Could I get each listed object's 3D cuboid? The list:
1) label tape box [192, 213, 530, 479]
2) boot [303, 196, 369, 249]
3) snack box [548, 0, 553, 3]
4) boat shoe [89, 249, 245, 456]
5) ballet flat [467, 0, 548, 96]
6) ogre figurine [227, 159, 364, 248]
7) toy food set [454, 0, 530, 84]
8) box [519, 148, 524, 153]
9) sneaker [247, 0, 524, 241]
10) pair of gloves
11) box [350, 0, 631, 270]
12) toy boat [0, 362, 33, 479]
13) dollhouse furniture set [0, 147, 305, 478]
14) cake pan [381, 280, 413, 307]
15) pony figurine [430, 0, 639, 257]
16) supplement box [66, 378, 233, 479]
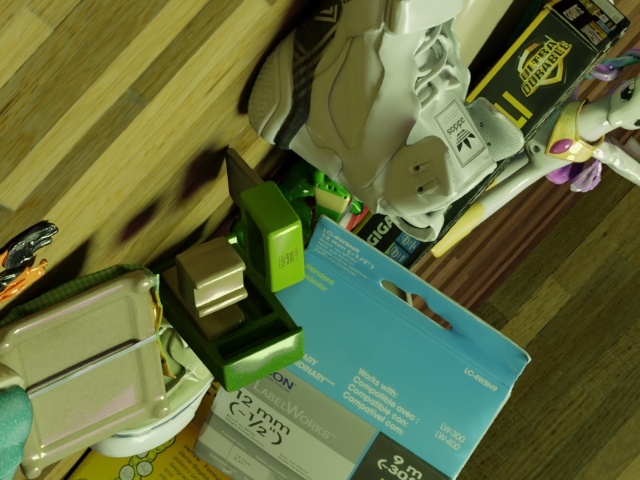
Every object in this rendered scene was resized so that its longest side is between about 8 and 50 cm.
[{"bbox_3d":[0.032,0.165,1.923,0.115,0.249,0.348,-52,173,-35],"label":"label tape box"},{"bbox_3d":[0.000,0.000,2.131,0.244,0.088,0.176,-57,167,25],"label":"boot"},{"bbox_3d":[0.295,-0.354,2.054,0.187,0.060,0.322,-40,166,-29],"label":"snack box"},{"bbox_3d":[-0.142,0.097,1.954,0.302,0.109,0.094,-48,155,-39],"label":"boat shoe"},{"bbox_3d":[0.184,-0.219,2.086,0.206,0.073,0.067,-44,165,34],"label":"ballet flat"},{"bbox_3d":[0.005,-0.053,1.904,0.197,0.097,0.118,-43,-170,41],"label":"ogre figurine"},{"bbox_3d":[0.137,-0.237,1.863,0.306,0.092,0.220,-45,168,-46],"label":"toy food set"},{"bbox_3d":[0.204,-0.108,2.536,0.324,0.063,0.067,-41,168,-27],"label":"box"},{"bbox_3d":[0.088,-0.161,1.590,0.137,0.210,0.366,-36,164,-44],"label":"sneaker"},{"bbox_3d":[-0.241,0.021,1.519,0.074,0.010,0.083,-36,161,-39],"label":"pair of gloves"},{"bbox_3d":[0.178,-0.116,1.997,0.322,0.079,0.257,-49,178,21],"label":"box"},{"bbox_3d":[-0.353,0.241,1.509,0.318,0.148,0.267,-35,163,-47],"label":"toy boat"},{"bbox_3d":[-0.178,0.054,1.726,0.301,0.151,0.198,-24,139,-20],"label":"dollhouse furniture set"},{"bbox_3d":[0.076,0.122,2.428,0.054,0.293,0.293,-7,161,-6],"label":"cake pan"},{"bbox_3d":[0.289,-0.133,2.278,0.363,0.303,0.351,-26,-172,14],"label":"pony figurine"},{"bbox_3d":[-0.196,0.332,2.257,0.356,0.195,0.194,-50,168,18],"label":"supplement box"}]
